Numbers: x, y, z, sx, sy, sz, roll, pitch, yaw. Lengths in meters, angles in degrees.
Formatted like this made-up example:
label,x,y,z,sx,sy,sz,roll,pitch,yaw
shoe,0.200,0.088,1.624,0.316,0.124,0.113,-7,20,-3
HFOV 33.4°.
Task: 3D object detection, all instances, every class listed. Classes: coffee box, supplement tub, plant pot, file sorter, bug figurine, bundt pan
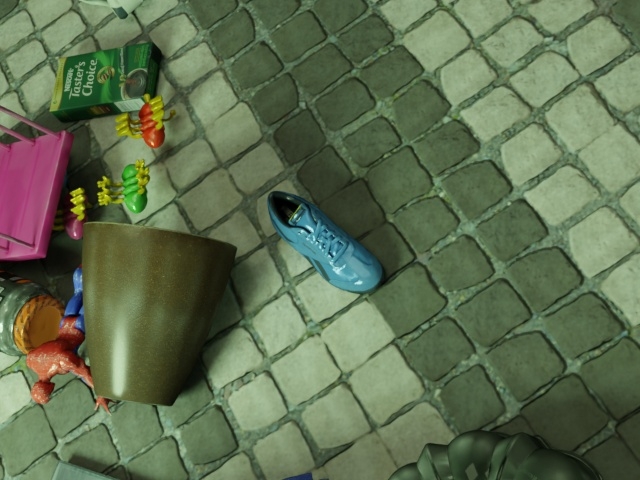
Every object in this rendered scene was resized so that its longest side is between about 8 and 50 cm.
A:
label,x,y,z,sx,sy,sz,roll,pitch,yaw
coffee box,-0.359,-0.264,1.785,0.184,0.040,0.113,-4,65,22
supplement tub,-0.484,0.105,1.616,0.190,0.117,0.117,17,73,28
plant pot,-0.237,0.107,1.474,0.215,0.215,0.230,4,82,25
file sorter,-0.560,-0.086,1.650,0.290,0.182,0.202,-7,66,40
bug figurine,-0.344,-0.111,1.684,0.279,0.072,0.216,-21,53,19
bundt pan,0.189,0.360,1.197,0.331,0.124,0.331,-10,62,18

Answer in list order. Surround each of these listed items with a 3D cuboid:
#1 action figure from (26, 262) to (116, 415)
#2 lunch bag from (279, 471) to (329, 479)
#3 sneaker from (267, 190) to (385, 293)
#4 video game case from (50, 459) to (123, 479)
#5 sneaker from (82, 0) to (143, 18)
label,x,y,z,sx,sy,sz,roll,pitch,yaw
action figure,-0.336,0.141,1.562,0.091,0.139,0.280,-2,43,26
lunch bag,-0.136,0.465,1.212,0.385,0.239,0.328,-14,71,4
sneaker,0.000,0.000,1.479,0.069,0.082,0.209,-47,59,-6
video game case,-0.279,0.423,1.429,0.274,0.026,0.196,11,71,26
sneaker,-0.409,-0.471,1.875,0.258,0.094,0.091,34,78,32
